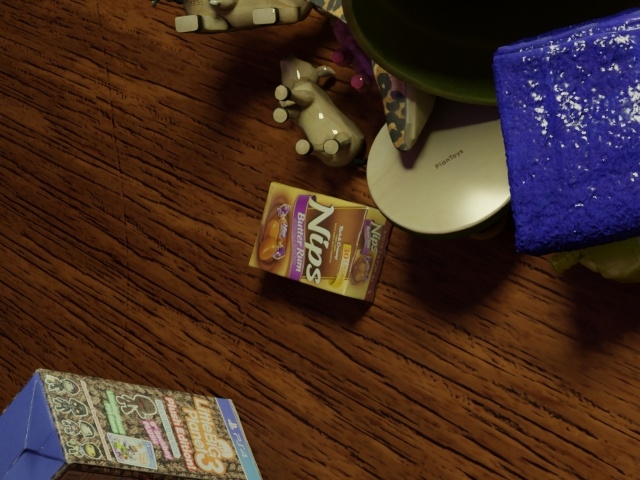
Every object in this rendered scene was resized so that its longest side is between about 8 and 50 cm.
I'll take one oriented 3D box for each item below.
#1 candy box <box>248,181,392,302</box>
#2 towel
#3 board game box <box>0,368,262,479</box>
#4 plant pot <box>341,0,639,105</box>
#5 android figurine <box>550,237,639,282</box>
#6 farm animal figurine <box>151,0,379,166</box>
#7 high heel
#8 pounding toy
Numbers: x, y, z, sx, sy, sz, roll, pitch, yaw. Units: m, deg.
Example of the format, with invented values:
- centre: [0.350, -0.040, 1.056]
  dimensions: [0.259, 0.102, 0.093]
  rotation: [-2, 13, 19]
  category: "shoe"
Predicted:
- centre: [0.000, 0.000, 2.054]
  dimensions: [0.186, 0.053, 0.109]
  rotation: [15, 91, 48]
  category: "candy box"
- centre: [0.308, -0.122, 1.610]
  dimensions: [0.308, 0.076, 0.227]
  rotation: [-15, 70, 29]
  category: "towel"
- centre: [-0.261, 0.296, 2.082]
  dimensions: [0.232, 0.291, 0.141]
  rotation: [-48, 47, 28]
  category: "board game box"
- centre: [0.198, -0.386, 1.748]
  dimensions: [0.366, 0.366, 0.353]
  rotation: [-34, 44, 38]
  category: "plant pot"
- centre: [0.323, -0.067, 1.669]
  dimensions: [0.273, 0.056, 0.248]
  rotation: [-32, 65, 26]
  category: "android figurine"
- centre: [-0.031, -0.271, 2.064]
  dimensions: [0.327, 0.172, 0.330]
  rotation: [16, 99, 19]
  category: "farm animal figurine"
- centre: [0.035, -0.208, 1.877]
  dimensions: [0.186, 0.093, 0.261]
  rotation: [-7, 69, 25]
  category: "high heel"
- centre: [0.177, -0.066, 1.857]
  dimensions: [0.237, 0.110, 0.183]
  rotation: [-8, 59, 17]
  category: "pounding toy"
